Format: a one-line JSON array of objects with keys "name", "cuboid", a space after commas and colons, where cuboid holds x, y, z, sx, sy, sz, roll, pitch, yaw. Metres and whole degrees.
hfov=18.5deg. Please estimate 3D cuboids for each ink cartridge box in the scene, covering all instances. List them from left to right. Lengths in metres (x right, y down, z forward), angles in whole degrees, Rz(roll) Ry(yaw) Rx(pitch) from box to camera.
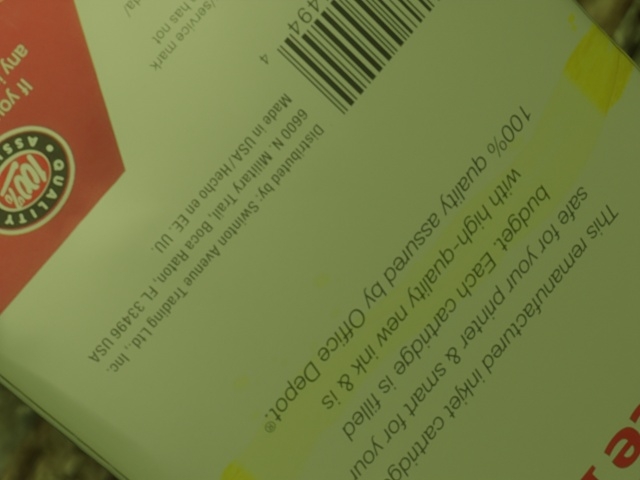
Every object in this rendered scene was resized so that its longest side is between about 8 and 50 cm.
[{"name": "ink cartridge box", "cuboid": [0.000, 0.000, 0.871, 0.385, 0.160, 0.279, 43, 81, -20]}]
